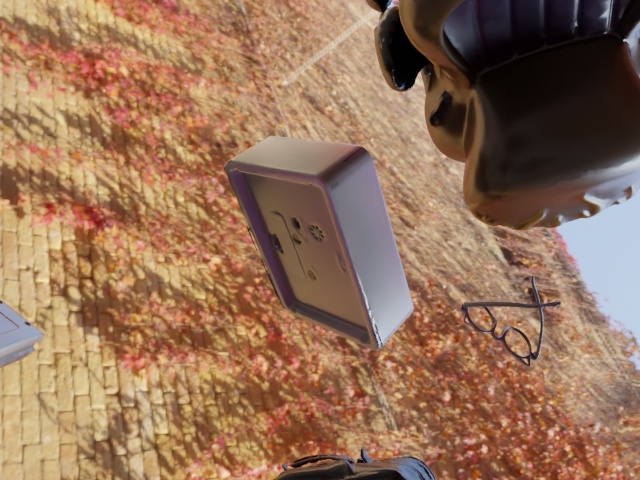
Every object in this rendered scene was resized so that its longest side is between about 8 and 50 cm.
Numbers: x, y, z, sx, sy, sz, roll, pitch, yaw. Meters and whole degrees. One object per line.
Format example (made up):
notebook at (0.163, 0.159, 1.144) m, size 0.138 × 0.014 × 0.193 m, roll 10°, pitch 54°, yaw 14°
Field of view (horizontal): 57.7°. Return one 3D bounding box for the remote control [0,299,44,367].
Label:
remote control at (-0.465, 0.131, 0.716) m, size 0.103 × 0.277 × 0.055 m, roll 38°, pitch -86°, yaw 1°

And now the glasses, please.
glasses at (0.289, 0.109, 0.839) m, size 0.104 × 0.140 × 0.062 m, roll -49°, pitch -174°, yaw 43°

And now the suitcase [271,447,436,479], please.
suitcase at (0.036, 0.513, 0.913) m, size 0.345 × 0.188 × 0.339 m, roll -21°, pitch -106°, yaw 23°

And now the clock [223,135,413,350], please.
clock at (0.000, 0.000, 0.575) m, size 0.150 × 0.063 × 0.197 m, roll 16°, pitch -45°, yaw 44°

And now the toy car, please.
toy car at (0.179, -0.163, 0.484) m, size 0.271 × 0.340 × 0.240 m, roll -13°, pitch -115°, yaw 14°
